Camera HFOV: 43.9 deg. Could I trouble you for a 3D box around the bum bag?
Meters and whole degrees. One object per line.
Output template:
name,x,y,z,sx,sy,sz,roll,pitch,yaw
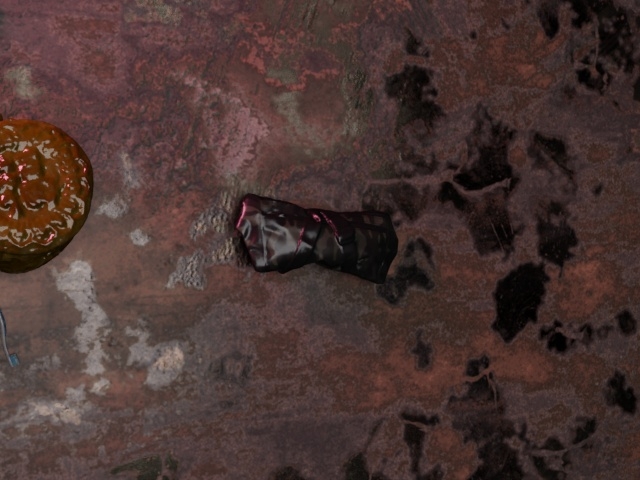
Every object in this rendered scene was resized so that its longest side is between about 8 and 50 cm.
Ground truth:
bum bag,0.000,0.000,1.497,0.340,0.095,0.144,7,73,-26

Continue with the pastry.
pastry,-0.487,-0.071,1.256,0.235,0.132,0.240,25,68,-16

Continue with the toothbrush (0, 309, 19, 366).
toothbrush,-0.528,0.132,1.304,0.017,0.014,0.162,-17,99,-9
